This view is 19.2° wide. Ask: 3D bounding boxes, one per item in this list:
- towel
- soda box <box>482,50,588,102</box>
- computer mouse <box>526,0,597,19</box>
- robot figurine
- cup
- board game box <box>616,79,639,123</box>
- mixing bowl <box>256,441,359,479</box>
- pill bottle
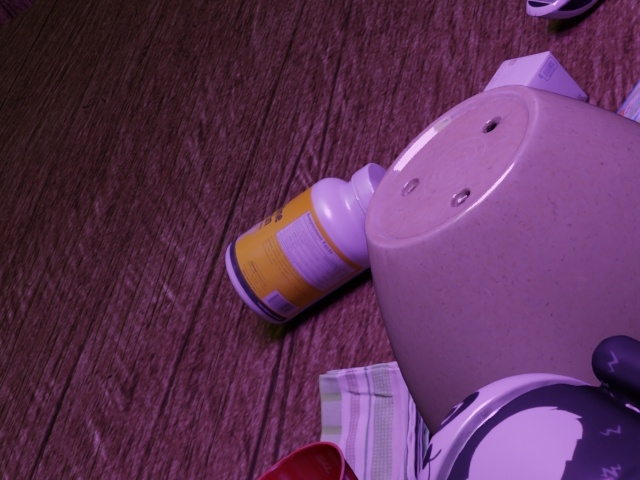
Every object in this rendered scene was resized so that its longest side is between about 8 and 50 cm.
[{"bbox_3d":[0.042,0.162,1.632,0.152,0.023,0.113,-12,73,55],"label":"towel"},{"bbox_3d":[0.170,-0.083,1.848,0.074,0.069,0.216,-4,45,56],"label":"soda box"},{"bbox_3d":[0.299,-0.292,2.026,0.193,0.042,0.106,-43,27,-11],"label":"computer mouse"},{"bbox_3d":[0.175,0.190,1.232,0.209,0.173,0.278,-31,26,-14],"label":"robot figurine"},{"bbox_3d":[0.172,0.019,1.463,0.331,0.237,0.331,-35,25,19],"label":"cup"},{"bbox_3d":[0.320,-0.145,1.703,0.154,0.026,0.103,-55,12,0],"label":"board game box"},{"bbox_3d":[-0.013,0.261,1.521,0.181,0.098,0.181,-42,18,17],"label":"mixing bowl"},{"bbox_3d":[0.000,0.000,1.941,0.184,0.103,0.103,-34,25,22],"label":"pill bottle"}]
